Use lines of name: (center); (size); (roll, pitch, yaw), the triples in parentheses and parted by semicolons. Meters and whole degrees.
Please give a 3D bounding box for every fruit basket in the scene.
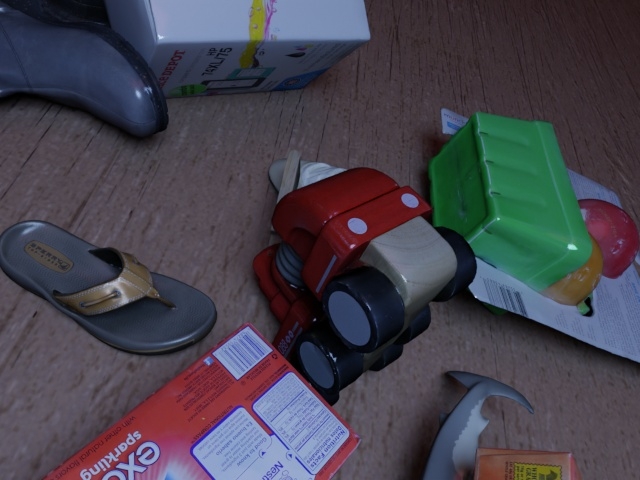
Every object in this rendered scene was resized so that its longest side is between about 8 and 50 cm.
fruit basket: (0.309, -0.002, 0.673); (0.353, 0.165, 0.326); (24, 48, -23)

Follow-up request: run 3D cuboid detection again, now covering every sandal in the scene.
sandal: (-0.202, 0.035, 0.476); (0.220, 0.060, 0.090); (30, 49, 3)

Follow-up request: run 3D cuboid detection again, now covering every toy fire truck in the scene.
toy fire truck: (0.000, 0.000, 0.479); (0.159, 0.217, 0.246); (-26, 66, -34)

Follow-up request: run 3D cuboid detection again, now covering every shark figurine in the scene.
shark figurine: (0.095, 0.218, 0.431); (0.166, 0.116, 0.278); (40, 49, -35)

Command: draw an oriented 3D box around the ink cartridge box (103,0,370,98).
ink cartridge box: (-0.117, -0.309, 0.643); (0.270, 0.198, 0.197); (-14, 93, -29)

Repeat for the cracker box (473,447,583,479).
cracker box: (0.165, 0.270, 0.346); (0.232, 0.067, 0.155); (56, 39, -34)

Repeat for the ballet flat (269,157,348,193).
ballet flat: (0.037, -0.037, 0.612); (0.248, 0.086, 0.086); (44, 51, 15)

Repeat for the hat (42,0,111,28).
hat: (-0.321, -0.430, 0.744); (0.332, 0.133, 0.331); (10, 51, -13)

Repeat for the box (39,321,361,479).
box: (-0.110, 0.194, 0.347); (0.128, 0.122, 0.257); (43, 51, 14)

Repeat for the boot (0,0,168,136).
boot: (-0.355, -0.170, 0.557); (0.338, 0.118, 0.222); (30, 51, 17)
